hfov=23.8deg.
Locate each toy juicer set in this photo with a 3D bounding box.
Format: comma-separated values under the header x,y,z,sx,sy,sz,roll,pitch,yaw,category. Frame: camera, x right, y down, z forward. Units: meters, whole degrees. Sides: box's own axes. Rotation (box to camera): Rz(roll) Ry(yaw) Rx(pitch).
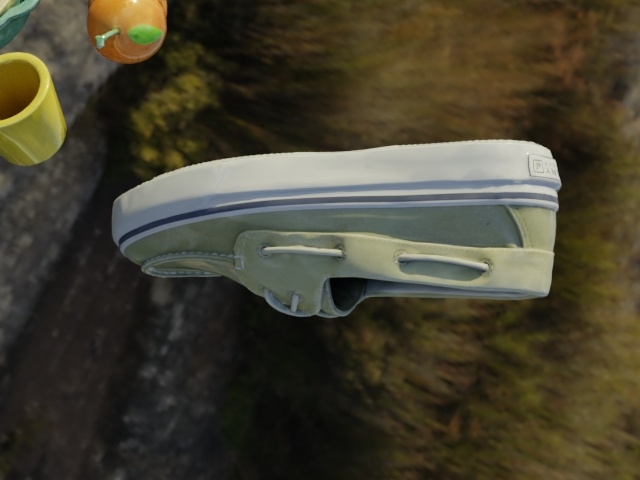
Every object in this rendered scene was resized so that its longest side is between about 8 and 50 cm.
x,y,z,sx,sy,sz,roll,pitch,yaw,category
-0.252,-0.214,1.174,0.209,0.329,0.089,-41,146,-13,toy juicer set

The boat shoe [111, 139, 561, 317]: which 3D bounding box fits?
x,y,z,sx,sy,sz,roll,pitch,yaw,category
0.000,0.000,0.938,0.109,0.302,0.094,22,66,-60,boat shoe
